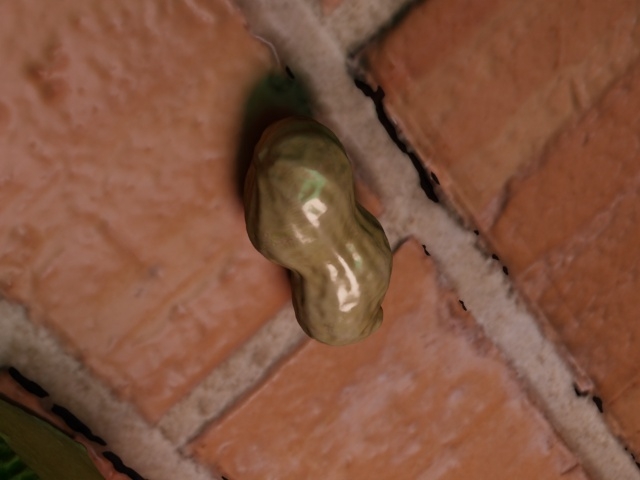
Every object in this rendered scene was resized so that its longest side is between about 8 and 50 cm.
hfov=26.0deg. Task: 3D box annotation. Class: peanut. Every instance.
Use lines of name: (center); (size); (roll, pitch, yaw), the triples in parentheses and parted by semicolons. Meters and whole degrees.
peanut: (0.000, 0.000, 0.918); (0.082, 0.082, 0.187); (-35, 130, -10)

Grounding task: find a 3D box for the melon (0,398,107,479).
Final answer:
melon: (-0.225, 0.295, 0.874); (0.331, 0.226, 0.343); (39, 93, -1)
